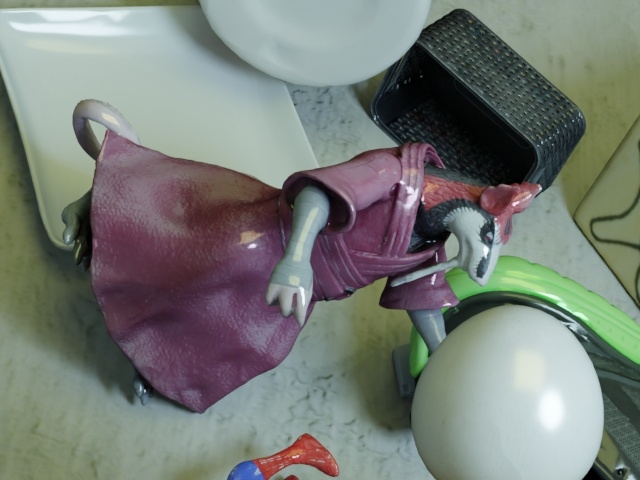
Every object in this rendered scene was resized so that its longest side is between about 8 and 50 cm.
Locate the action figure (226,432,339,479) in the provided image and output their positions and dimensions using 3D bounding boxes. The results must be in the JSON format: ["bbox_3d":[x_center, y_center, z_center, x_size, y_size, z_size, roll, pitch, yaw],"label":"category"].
[{"bbox_3d":[-0.088,0.254,1.405,0.280,0.091,0.139,-19,50,-34],"label":"action figure"}]

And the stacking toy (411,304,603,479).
[{"bbox_3d":[0.096,0.276,1.160,0.350,0.480,0.350,9,14,-2],"label":"stacking toy"}]

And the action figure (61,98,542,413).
[{"bbox_3d":[0.000,0.000,1.497,0.370,0.248,0.276,-18,54,15],"label":"action figure"}]

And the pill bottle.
[{"bbox_3d":[0.024,-0.339,1.833,0.224,0.224,0.392,23,37,-4],"label":"pill bottle"}]

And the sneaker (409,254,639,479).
[{"bbox_3d":[0.289,0.193,1.594,0.482,0.185,0.202,24,65,1],"label":"sneaker"}]

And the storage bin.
[{"bbox_3d":[0.151,-0.120,1.797,0.180,0.122,0.084,43,49,14],"label":"storage bin"}]

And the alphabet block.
[{"bbox_3d":[0.395,-0.038,1.784,0.193,0.197,0.192,-16,61,-32],"label":"alphabet block"}]

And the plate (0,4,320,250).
[{"bbox_3d":[-0.150,-0.102,1.707,0.278,0.045,0.277,-4,56,-26],"label":"plate"}]

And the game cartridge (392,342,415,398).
[{"bbox_3d":[0.106,0.116,1.657,0.083,0.017,0.056,5,55,-19],"label":"game cartridge"}]
